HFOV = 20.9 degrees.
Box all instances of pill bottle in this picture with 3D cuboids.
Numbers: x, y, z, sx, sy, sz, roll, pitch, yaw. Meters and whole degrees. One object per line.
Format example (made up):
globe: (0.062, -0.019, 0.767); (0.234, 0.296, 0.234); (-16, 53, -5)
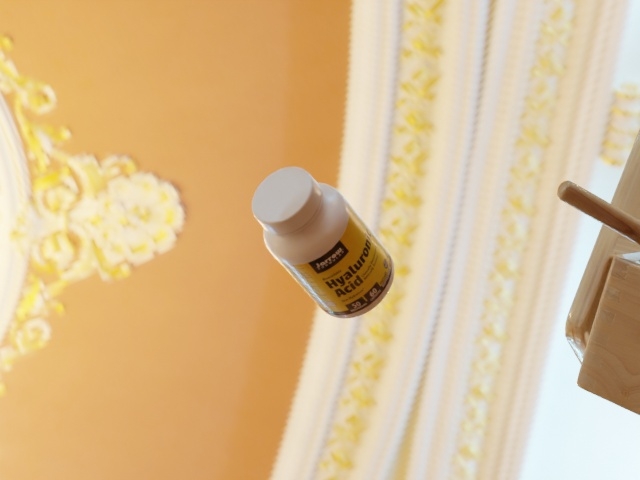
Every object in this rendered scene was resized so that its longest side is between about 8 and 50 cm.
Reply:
pill bottle: (0.000, 0.000, 1.211); (0.065, 0.065, 0.116); (-38, -45, 3)

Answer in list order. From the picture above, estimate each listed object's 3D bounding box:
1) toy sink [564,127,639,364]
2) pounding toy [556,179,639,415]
toy sink: (0.300, 0.008, 1.330); (0.234, 0.131, 0.153); (-66, -28, -16)
pounding toy: (0.195, 0.037, 0.867); (0.130, 0.141, 0.100); (-5, -66, -54)
